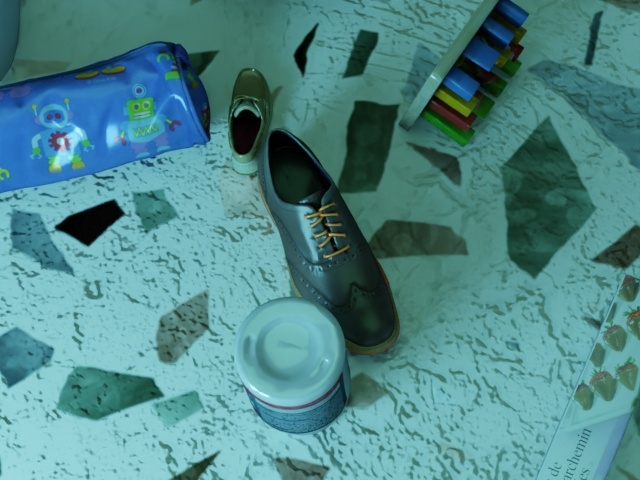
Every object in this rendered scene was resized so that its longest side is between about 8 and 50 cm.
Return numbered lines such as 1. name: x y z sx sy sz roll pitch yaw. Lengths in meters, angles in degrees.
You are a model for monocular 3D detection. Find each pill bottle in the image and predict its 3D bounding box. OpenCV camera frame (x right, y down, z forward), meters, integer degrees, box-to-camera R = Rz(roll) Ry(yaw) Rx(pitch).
1. pill bottle: -0.024 0.135 1.291 0.108 0.180 0.108 -2 67 4

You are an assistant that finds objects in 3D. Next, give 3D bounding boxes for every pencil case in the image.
1. pencil case: -0.279 -0.139 1.454 0.306 0.133 0.119 -13 34 -3

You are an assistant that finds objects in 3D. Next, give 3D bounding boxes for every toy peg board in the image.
1. toy peg board: 0.177 -0.192 1.436 0.079 0.160 0.161 35 73 0

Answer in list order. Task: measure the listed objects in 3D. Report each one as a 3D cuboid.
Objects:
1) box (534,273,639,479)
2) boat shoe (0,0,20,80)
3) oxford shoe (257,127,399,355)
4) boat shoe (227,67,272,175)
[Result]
1. box: 0.275 0.189 1.310 0.063 0.067 0.324 23 70 13
2. boat shoe: -0.423 -0.316 1.551 0.102 0.108 0.301 -5 64 2
3. oxford shoe: 0.000 0.000 1.390 0.097 0.098 0.271 -28 68 -8
4. boat shoe: -0.081 -0.144 1.486 0.050 0.045 0.135 -3 67 3
